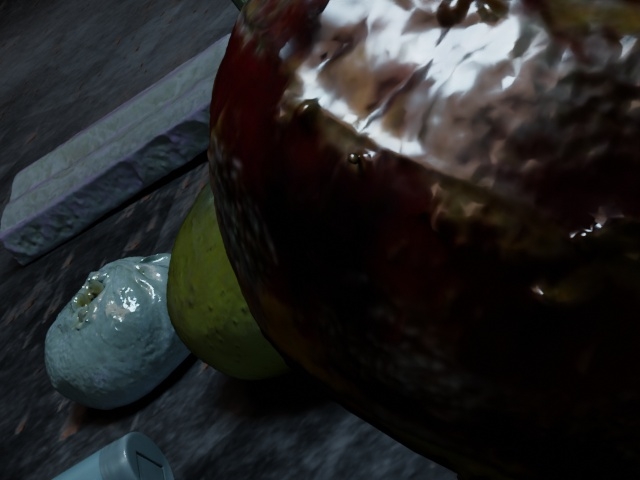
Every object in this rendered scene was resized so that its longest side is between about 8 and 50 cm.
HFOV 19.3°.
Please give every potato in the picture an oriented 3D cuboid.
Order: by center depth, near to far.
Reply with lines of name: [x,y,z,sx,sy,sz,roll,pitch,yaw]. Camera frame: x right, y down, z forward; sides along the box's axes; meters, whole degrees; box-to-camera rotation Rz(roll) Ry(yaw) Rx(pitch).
potato: [0.000,0.000,1.204,0.248,0.143,0.169,-33,24,37]

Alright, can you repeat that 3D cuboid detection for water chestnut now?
water chestnut: [0.113,-0.002,0.881,0.350,0.351,0.302,-84,8,-62]

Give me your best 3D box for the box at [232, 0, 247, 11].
box: [0.039,-0.266,1.404,0.177,0.352,0.344,-45,24,-18]

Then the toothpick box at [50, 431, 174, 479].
toothpick box: [-0.140,0.163,1.206,0.083,0.052,0.052,-32,22,20]

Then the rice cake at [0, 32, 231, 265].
rice cake: [-0.179,-0.087,1.761,0.298,0.050,0.106,-30,33,26]

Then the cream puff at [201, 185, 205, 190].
cream puff: [-0.012,-0.049,1.349,0.156,0.121,0.156,-41,37,41]

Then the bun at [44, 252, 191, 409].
bun: [-0.146,0.058,1.392,0.141,0.083,0.141,-35,19,13]
